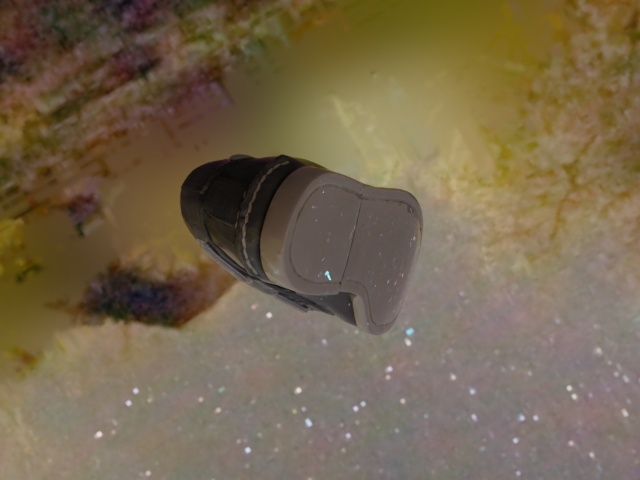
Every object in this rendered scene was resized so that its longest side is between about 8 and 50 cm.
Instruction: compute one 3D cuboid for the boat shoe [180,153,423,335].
[{"bbox_3d":[0.000,0.000,0.754,0.099,0.116,0.319,16,177,22],"label":"boat shoe"}]
